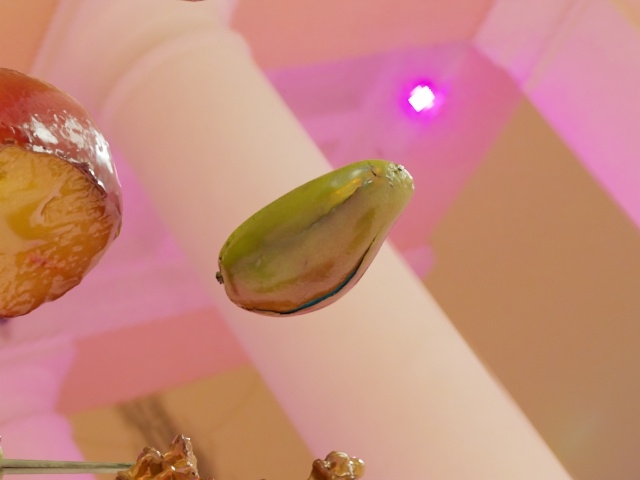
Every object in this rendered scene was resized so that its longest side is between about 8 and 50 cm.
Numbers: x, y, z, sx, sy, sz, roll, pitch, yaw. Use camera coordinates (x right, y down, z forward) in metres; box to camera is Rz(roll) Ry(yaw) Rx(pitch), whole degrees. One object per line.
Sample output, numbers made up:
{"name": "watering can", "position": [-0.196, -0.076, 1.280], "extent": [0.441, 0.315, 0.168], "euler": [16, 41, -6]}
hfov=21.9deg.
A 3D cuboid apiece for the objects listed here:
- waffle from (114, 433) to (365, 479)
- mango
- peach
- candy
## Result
{"name": "waffle", "position": [-0.099, 0.346, 1.900], "extent": [0.261, 0.324, 0.151], "euler": [-68, -25, -56]}
{"name": "mango", "position": [0.000, 0.000, 1.738], "extent": [0.233, 0.111, 0.125], "euler": [-31, -44, 6]}
{"name": "peach", "position": [-0.348, -0.051, 1.686], "extent": [0.281, 0.281, 0.338], "euler": [-39, 3, 7]}
{"name": "candy", "position": [-0.353, 0.300, 2.185], "extent": [0.335, 0.093, 0.092], "euler": [1, -13, 10]}
